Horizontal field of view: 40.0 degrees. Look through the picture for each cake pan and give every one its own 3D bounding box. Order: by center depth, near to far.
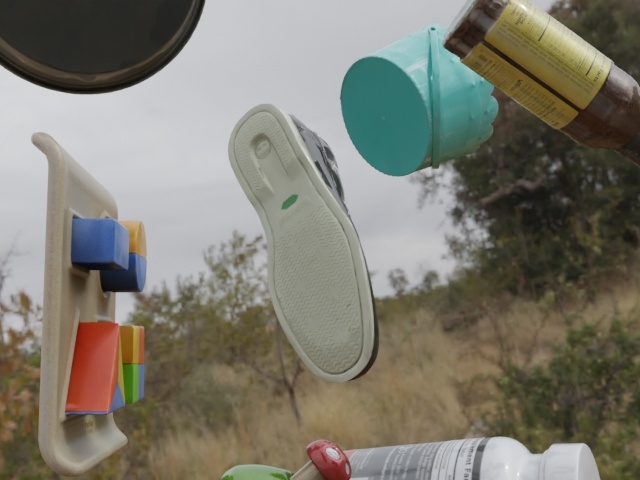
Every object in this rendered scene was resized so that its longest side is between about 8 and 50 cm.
[{"bbox_3d":[-0.261,-0.308,0.964,0.293,0.293,0.054,-9,12,-19],"label":"cake pan"}]

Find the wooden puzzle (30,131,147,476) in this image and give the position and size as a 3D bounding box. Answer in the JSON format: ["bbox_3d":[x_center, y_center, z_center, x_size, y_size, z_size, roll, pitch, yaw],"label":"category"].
[{"bbox_3d":[-0.251,0.075,1.013,0.081,0.347,0.322,-4,-7,-3],"label":"wooden puzzle"}]

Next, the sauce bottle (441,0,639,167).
[{"bbox_3d":[0.316,-0.190,1.105,0.344,0.111,0.111,35,-15,-8],"label":"sauce bottle"}]

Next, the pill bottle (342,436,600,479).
[{"bbox_3d":[0.190,0.380,1.199,0.363,0.210,0.210,-11,-5,25],"label":"pill bottle"}]

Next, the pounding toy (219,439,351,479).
[{"bbox_3d":[0.013,0.274,0.800,0.110,0.237,0.183,-40,-49,-1],"label":"pounding toy"}]

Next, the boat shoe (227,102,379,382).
[{"bbox_3d":[0.000,0.000,0.680,0.084,0.233,0.079,-31,-28,22],"label":"boat shoe"}]

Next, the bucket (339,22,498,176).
[{"bbox_3d":[0.185,-0.264,1.702,0.183,0.281,0.281,-27,5,-34],"label":"bucket"}]
